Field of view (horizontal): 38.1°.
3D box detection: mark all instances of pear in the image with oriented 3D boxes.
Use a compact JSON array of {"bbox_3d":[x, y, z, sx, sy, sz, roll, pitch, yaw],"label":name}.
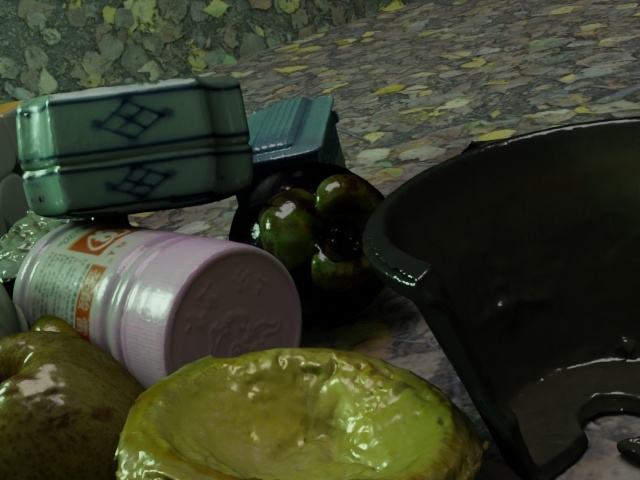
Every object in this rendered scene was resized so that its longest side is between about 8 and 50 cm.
[{"bbox_3d":[-0.256,0.190,0.854,0.228,0.211,0.188,-9,24,16],"label":"pear"}]

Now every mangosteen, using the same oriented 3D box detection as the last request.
[{"bbox_3d":[0.000,0.000,1.156,0.242,0.243,0.243,-12,21,5],"label":"mangosteen"}]

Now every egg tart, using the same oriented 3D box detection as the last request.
[{"bbox_3d":[-0.020,0.191,0.783,0.314,0.120,0.315,3,16,-1],"label":"egg tart"}]

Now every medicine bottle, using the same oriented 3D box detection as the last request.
[{"bbox_3d":[-0.199,0.086,1.091,0.315,0.202,0.202,7,30,44],"label":"medicine bottle"}]

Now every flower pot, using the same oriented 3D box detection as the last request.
[{"bbox_3d":[0.248,0.058,0.813,0.379,0.251,0.379,-14,21,6],"label":"flower pot"}]

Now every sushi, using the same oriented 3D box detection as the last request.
[{"bbox_3d":[-0.371,0.047,1.342,0.210,0.171,0.350,-13,21,7],"label":"sushi"}]

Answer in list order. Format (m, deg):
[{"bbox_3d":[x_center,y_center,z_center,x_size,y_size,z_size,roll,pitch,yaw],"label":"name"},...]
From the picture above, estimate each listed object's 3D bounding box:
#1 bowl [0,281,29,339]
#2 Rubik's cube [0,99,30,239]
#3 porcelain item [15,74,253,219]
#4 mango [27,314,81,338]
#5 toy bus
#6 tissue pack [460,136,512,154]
[{"bbox_3d":[-0.425,0.138,1.067,0.145,0.277,0.277,5,7,-38],"label":"bowl"},{"bbox_3d":[-0.632,-0.043,1.561,0.291,0.291,0.291,-8,22,18],"label":"Rubik's cube"},{"bbox_3d":[-0.231,-0.113,1.195,0.281,0.157,0.286,-9,4,-8],"label":"porcelain item"},{"bbox_3d":[-0.282,0.167,1.000,0.111,0.163,0.089,22,24,30],"label":"mango"},{"bbox_3d":[-0.041,-0.105,1.480,0.152,0.190,0.312,-11,21,9],"label":"toy bus"},{"bbox_3d":[0.339,-0.086,1.288,0.332,0.123,0.245,-2,27,28],"label":"tissue pack"}]
